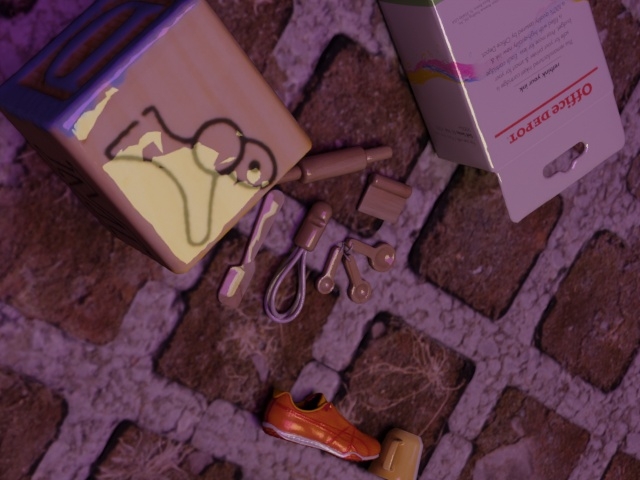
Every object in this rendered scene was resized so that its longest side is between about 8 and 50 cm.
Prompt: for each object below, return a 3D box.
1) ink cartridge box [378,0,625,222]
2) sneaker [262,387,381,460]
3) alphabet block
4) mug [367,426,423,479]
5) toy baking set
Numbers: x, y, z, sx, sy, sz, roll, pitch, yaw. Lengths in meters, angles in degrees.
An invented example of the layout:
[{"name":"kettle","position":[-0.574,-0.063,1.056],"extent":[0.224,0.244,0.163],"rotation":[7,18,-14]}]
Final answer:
[{"name":"ink cartridge box","position":[0.208,-0.222,1.411],"extent":[0.207,0.119,0.353],"rotation":[-33,117,-20]},{"name":"sneaker","position":[0.011,0.222,1.455],"extent":[0.175,0.064,0.067],"rotation":[26,80,-37]},{"name":"alphabet block","position":[-0.163,-0.115,1.174],"extent":[0.192,0.193,0.197],"rotation":[-44,121,-12]},{"name":"mug","position":[0.101,0.270,1.517],"extent":[0.062,0.078,0.064],"rotation":[23,82,-12]},{"name":"toy baking set","position":[0.001,-0.007,1.401],"extent":[0.256,0.030,0.197],"rotation":[-10,109,-29]}]
